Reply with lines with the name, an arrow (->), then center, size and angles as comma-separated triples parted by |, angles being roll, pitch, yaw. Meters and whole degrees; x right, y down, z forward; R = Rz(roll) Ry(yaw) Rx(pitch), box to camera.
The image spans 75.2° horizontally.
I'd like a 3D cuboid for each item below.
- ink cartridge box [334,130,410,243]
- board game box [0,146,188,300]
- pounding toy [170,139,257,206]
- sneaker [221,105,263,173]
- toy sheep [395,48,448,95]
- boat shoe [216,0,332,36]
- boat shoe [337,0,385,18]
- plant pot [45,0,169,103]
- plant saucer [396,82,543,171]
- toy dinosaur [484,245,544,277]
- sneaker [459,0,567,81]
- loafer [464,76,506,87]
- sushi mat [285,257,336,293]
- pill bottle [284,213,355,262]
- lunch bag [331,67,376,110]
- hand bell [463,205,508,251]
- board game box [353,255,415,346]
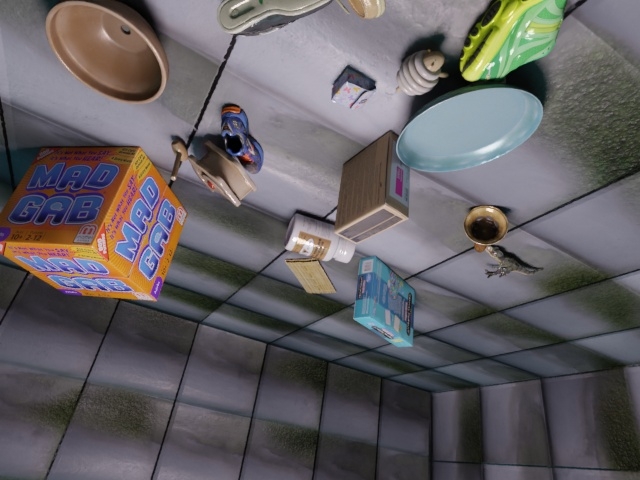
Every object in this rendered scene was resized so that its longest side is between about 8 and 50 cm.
ink cartridge box -> 0.136, -0.133, 1.082 | 0.088, 0.235, 0.193 | 27, 146, -29
board game box -> -0.711, -0.047, 1.341 | 0.355, 0.357, 0.356 | 2, 149, 12
pounding toy -> -0.317, -0.170, 1.172 | 0.269, 0.155, 0.154 | 36, 163, 30
sneaker -> -0.220, -0.252, 1.125 | 0.083, 0.087, 0.221 | 0, 148, 17
toy sheep -> 0.204, -0.343, 0.860 | 0.091, 0.091, 0.132 | 23, 153, -21
boat shoe -> -0.079, -0.448, 0.791 | 0.232, 0.084, 0.079 | -9, -176, 17
boat shoe -> 0.002, -0.468, 0.662 | 0.089, 0.105, 0.285 | -44, 123, 4
plant pot -> -0.431, -0.419, 0.881 | 0.237, 0.110, 0.237 | 7, 151, 4
plant saucer -> 0.329, -0.253, 0.948 | 0.317, 0.044, 0.318 | -5, 159, -2
toy dinosaur -> 0.671, 0.097, 1.497 | 0.268, 0.064, 0.118 | 20, 141, -24
sneaker -> 0.371, -0.396, 0.723 | 0.123, 0.110, 0.295 | 5, 156, -22
loafer -> 0.342, -0.319, 0.903 | 0.045, 0.039, 0.125 | 28, 145, -29
sushi mat -> -0.037, 0.163, 1.841 | 0.151, 0.019, 0.317 | -3, 148, 17
pill bottle -> 0.000, 0.000, 1.446 | 0.229, 0.131, 0.131 | 17, 149, -13
lunch bag -> 0.076, -0.335, 0.939 | 0.083, 0.053, 0.071 | 15, 152, -27
hand bell -> 0.525, -0.008, 1.344 | 0.126, 0.126, 0.242 | -1, 161, 17
board game box -> 0.267, 0.254, 1.678 | 0.079, 0.254, 0.336 | -14, 142, 36
